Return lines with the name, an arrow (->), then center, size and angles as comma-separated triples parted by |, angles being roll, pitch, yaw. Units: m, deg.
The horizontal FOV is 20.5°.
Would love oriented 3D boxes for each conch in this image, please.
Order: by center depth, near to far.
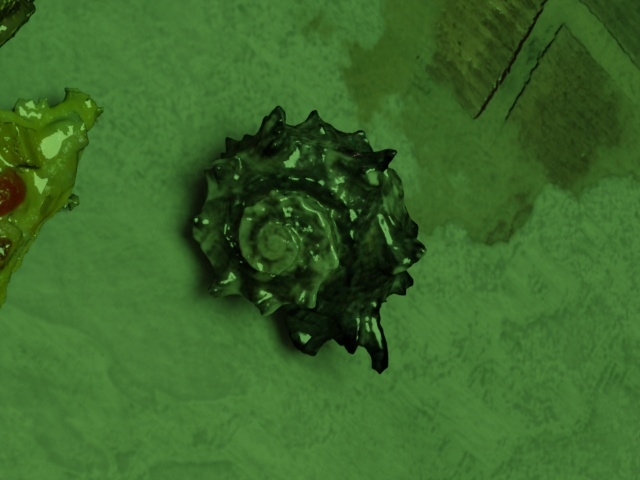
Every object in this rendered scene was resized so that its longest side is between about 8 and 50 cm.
conch -> -0.012, 0.003, 1.895 | 0.241, 0.186, 0.313 | -38, 123, -8

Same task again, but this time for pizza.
pizza -> -0.313, -0.069, 1.716 | 0.288, 0.075, 0.280 | -44, 125, -31

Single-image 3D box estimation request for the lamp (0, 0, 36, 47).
lamp -> -0.390, -0.284, 1.653 | 0.274, 0.177, 0.177 | 52, 60, -20
